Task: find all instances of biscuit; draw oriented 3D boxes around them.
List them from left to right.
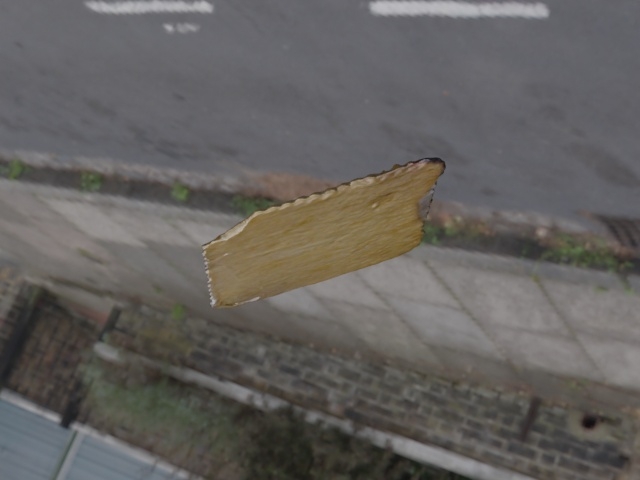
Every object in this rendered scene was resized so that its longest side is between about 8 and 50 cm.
[{"bbox_3d":[0.000,0.000,1.046,0.236,0.013,0.232,-18,160,-9],"label":"biscuit"}]
